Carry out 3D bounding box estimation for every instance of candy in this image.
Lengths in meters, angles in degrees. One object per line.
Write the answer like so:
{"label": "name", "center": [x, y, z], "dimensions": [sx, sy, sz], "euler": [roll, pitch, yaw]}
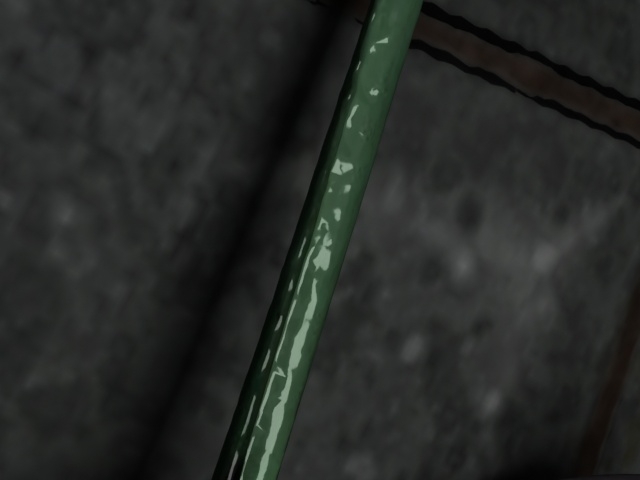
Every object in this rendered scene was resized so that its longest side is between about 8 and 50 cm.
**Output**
{"label": "candy", "center": [0.000, 0.000, 0.407], "dimensions": [0.093, 0.092, 0.335], "euler": [21, 80, -30]}

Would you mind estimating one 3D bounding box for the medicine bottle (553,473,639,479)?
{"label": "medicine bottle", "center": [0.088, 0.201, 0.487], "dimensions": [0.133, 0.133, 0.250], "euler": [-24, 118, -32]}
